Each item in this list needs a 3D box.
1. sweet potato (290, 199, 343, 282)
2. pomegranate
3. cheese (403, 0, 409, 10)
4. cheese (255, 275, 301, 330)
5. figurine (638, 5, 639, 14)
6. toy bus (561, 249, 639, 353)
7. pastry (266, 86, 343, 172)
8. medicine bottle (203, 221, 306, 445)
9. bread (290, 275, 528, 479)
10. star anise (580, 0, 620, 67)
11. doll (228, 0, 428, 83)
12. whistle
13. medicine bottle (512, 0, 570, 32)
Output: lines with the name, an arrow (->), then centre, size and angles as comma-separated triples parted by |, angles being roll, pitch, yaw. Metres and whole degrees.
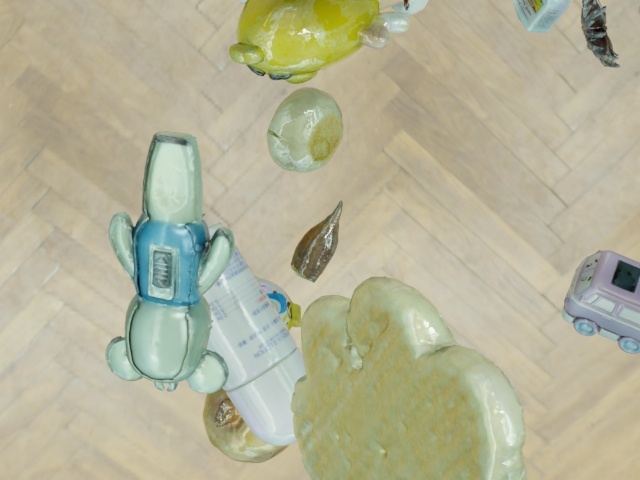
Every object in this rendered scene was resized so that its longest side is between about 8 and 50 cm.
sweet potato -> 0.000, 0.000, 1.288 | 0.049, 0.049, 0.117 | 26, 100, -16
pomegranate -> -0.136, 0.345, 2.017 | 0.207, 0.207, 0.207 | -2, 114, -5
cheese -> 0.152, -0.472, 1.496 | 0.037, 0.106, 0.256 | 9, 99, -1
cheese -> -0.154, 0.119, 1.869 | 0.250, 0.157, 0.064 | 11, 134, -12
figurine -> 0.709, -0.489, 1.817 | 0.361, 0.377, 0.266 | -40, 108, -16
toy bus -> 0.591, 0.116, 1.977 | 0.202, 0.142, 0.142 | 23, 143, 11
pastry -> -0.027, -0.194, 1.789 | 0.156, 0.092, 0.156 | -29, 130, -42
medicine bottle -> -0.113, 0.147, 1.491 | 0.130, 0.130, 0.341 | -32, 91, 9
bread -> 0.043, 0.111, 0.551 | 0.039, 0.251, 0.182 | -9, 81, -23
star anise -> 0.451, -0.342, 1.640 | 0.042, 0.141, 0.141 | -17, 115, 13
doll -> 0.000, -0.404, 1.684 | 0.423, 0.348, 0.161 | -15, 132, -19
whistle -> -0.127, 0.022, 0.856 | 0.114, 0.077, 0.236 | 9, 110, 10
medicine bottle -> 0.389, -0.421, 1.719 | 0.055, 0.074, 0.118 | -1, 150, -29
